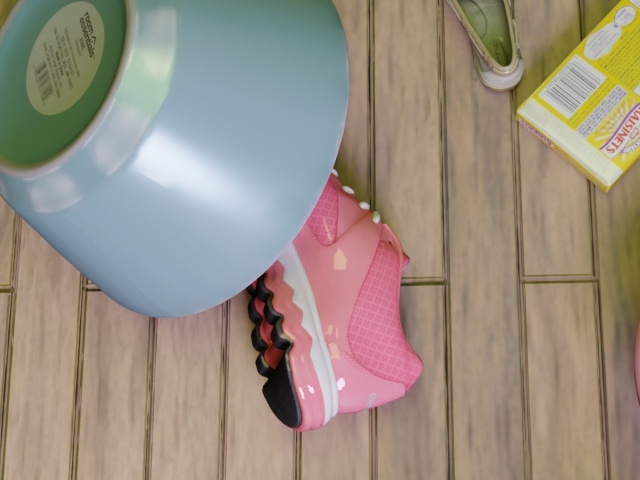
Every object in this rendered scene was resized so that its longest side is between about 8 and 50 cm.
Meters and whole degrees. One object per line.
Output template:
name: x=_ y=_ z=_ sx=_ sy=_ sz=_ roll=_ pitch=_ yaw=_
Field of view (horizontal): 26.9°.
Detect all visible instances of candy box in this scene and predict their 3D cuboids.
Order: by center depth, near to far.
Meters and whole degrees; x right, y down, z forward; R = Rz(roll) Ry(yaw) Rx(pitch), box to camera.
candy box: x=0.275 y=-0.148 z=1.156 sx=0.105 sy=0.027 sz=0.206 roll=42 pitch=82 yaw=13

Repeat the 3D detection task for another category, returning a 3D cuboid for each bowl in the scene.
bowl: x=-0.147 y=-0.107 z=1.038 sx=0.311 sy=0.163 sz=0.312 roll=-16 pitch=65 yaw=37

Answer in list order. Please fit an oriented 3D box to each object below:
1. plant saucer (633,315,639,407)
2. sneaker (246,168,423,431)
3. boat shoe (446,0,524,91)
plant saucer: x=0.403 y=0.108 z=0.997 sx=0.332 sy=0.084 sz=0.332 roll=-7 pitch=52 yaw=9
sneaker: x=0.000 y=0.001 z=1.113 sx=0.136 sy=0.116 sz=0.314 roll=-7 pitch=71 yaw=-18
boat shoe: x=0.142 y=-0.206 z=1.174 sx=0.056 sy=0.048 sz=0.153 roll=-13 pitch=73 yaw=1
